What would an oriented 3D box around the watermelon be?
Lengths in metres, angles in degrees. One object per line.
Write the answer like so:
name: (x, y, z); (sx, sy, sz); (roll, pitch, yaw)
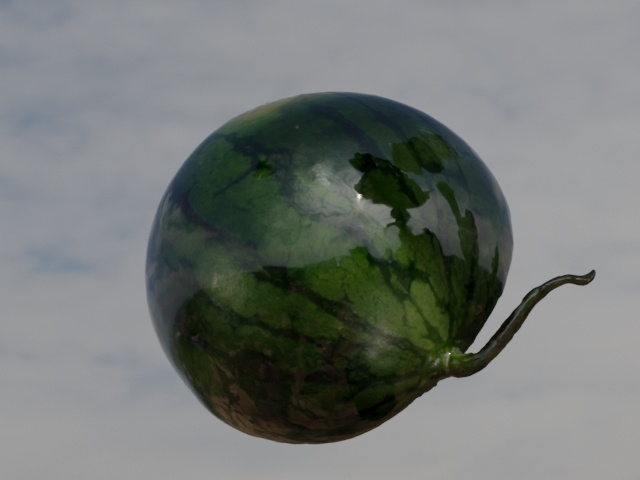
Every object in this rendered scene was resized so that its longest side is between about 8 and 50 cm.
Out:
watermelon: (-0.005, -0.002, 0.984); (0.204, 0.232, 0.127); (-37, -51, -4)
